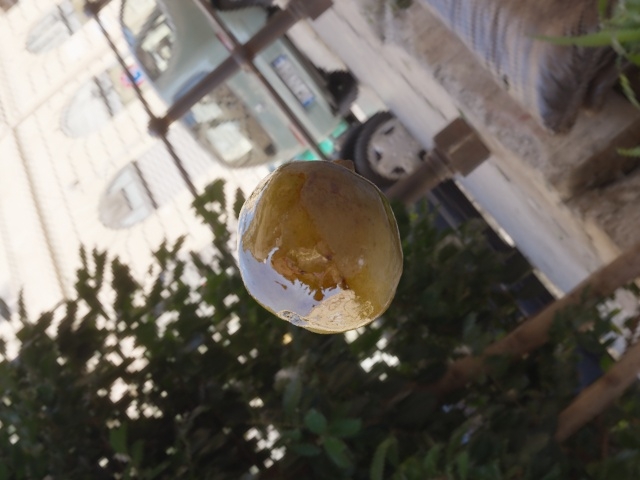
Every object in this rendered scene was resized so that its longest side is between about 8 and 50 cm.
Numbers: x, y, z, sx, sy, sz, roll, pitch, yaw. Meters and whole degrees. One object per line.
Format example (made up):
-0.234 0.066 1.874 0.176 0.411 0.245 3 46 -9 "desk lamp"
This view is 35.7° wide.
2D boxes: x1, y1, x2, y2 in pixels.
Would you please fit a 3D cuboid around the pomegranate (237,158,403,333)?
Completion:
-0.003 0.007 1.282 0.233 0.233 0.233 50 -175 -6 "pomegranate"
